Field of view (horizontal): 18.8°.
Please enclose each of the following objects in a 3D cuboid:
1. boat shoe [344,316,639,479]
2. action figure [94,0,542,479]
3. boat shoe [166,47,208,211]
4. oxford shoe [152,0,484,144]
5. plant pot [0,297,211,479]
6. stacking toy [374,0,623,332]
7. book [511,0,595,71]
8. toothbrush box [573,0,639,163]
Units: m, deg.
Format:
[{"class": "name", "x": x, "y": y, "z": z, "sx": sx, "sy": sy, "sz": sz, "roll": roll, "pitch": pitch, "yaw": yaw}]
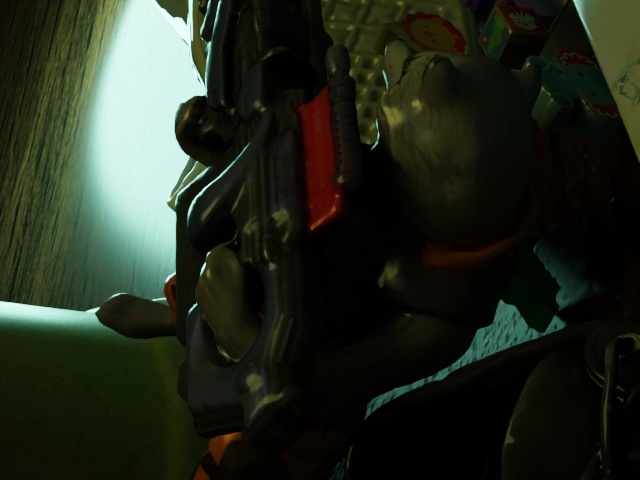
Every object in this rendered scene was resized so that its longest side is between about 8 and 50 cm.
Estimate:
[{"class": "boat shoe", "x": 0.106, "y": 0.083, "z": 0.692, "sx": 0.340, "sy": 0.113, "sz": 0.127, "roll": -5, "pitch": 65, "yaw": 69}, {"class": "action figure", "x": 0.000, "y": 0.000, "z": 0.950, "sx": 0.330, "sy": 0.179, "sz": 0.341, "roll": -48, "pitch": 32, "yaw": 46}, {"class": "boat shoe", "x": -0.044, "y": -0.129, "z": 1.357, "sx": 0.098, "sy": 0.096, "sz": 0.277, "roll": -39, "pitch": 33, "yaw": 55}, {"class": "oxford shoe", "x": -0.017, "y": -0.142, "z": 1.210, "sx": 0.449, "sy": 0.169, "sz": 0.130, "roll": -125, "pitch": 16, "yaw": -47}, {"class": "plant pot", "x": -0.214, "y": 0.140, "z": 1.166, "sx": 0.276, "sy": 0.254, "sz": 0.276, "roll": -25, "pitch": 57, "yaw": 45}, {"class": "stacking toy", "x": 0.107, "y": -0.092, "z": 0.927, "sx": 0.167, "sy": 0.052, "sz": 0.221, "roll": -65, "pitch": 35, "yaw": 38}, {"class": "book", "x": 0.128, "y": -0.148, "z": 1.022, "sx": 0.096, "sy": 0.035, "sz": 0.144, "roll": -56, "pitch": 22, "yaw": 38}, {"class": "toothbrush box", "x": 0.195, "y": -0.154, "z": 0.708, "sx": 0.216, "sy": 0.126, "sz": 0.295, "roll": -56, "pitch": 23, "yaw": 28}]
